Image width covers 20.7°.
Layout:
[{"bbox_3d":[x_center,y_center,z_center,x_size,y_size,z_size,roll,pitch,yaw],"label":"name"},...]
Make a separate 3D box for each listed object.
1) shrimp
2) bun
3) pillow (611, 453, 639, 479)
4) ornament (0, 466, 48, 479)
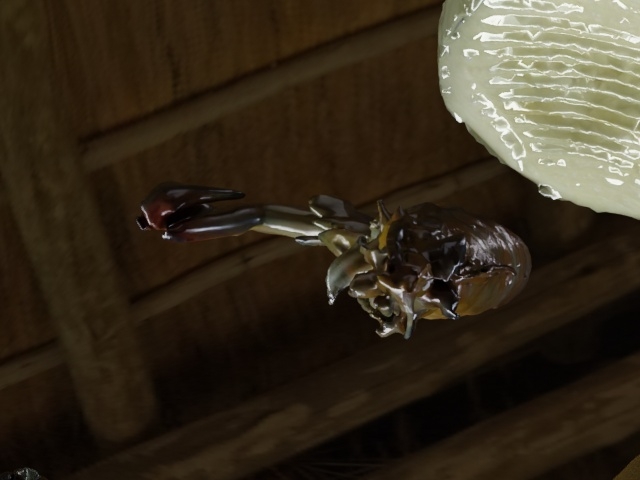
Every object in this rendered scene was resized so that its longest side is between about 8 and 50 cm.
[{"bbox_3d":[0.000,-0.002,0.521,0.124,0.178,0.034,11,-84,11],"label":"shrimp"},{"bbox_3d":[0.207,-0.131,1.083,0.259,0.259,0.152,31,-124,-8],"label":"bun"},{"bbox_3d":[0.128,0.197,0.596,0.312,0.310,0.119,-40,-55,-8],"label":"pillow"},{"bbox_3d":[-0.129,0.218,1.080,0.166,0.153,0.196,-46,-109,19],"label":"ornament"}]
